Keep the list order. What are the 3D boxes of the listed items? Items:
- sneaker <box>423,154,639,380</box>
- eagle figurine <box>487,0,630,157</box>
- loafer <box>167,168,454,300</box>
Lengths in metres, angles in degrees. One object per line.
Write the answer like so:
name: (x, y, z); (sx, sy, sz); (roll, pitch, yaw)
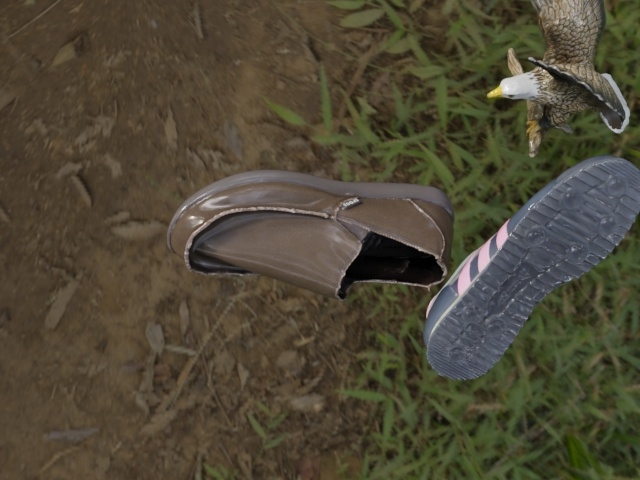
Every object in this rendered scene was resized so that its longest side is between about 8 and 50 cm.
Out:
sneaker: (0.230, 0.013, 1.129); (0.112, 0.131, 0.319); (39, 108, -15)
eagle figurine: (0.342, -0.240, 1.370); (0.226, 0.298, 0.225); (41, 69, 11)
loafer: (0.000, 0.000, 1.188); (0.366, 0.130, 0.133); (-3, 137, -11)
